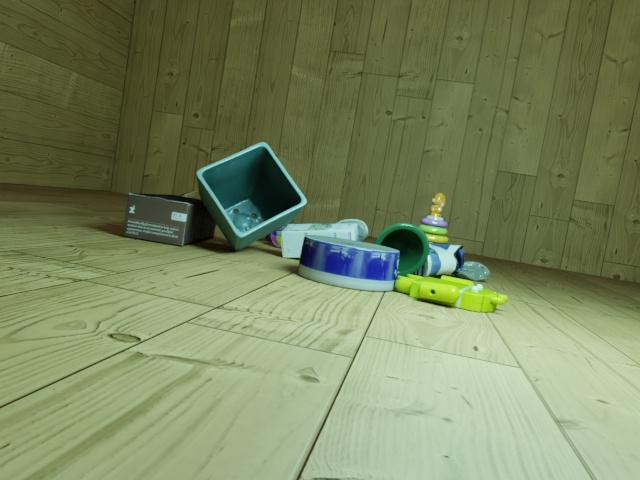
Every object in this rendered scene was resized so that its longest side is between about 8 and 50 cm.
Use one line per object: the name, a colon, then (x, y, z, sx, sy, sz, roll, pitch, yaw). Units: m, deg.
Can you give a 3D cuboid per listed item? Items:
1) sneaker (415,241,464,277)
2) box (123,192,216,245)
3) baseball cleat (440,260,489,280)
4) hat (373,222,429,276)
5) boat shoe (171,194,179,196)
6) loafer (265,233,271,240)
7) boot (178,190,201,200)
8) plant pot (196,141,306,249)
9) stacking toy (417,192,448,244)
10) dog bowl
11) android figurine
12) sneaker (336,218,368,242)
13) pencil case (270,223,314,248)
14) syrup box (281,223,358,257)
sneaker: (0.396, 0.062, 1.905, 0.182, 0.127, 0.315, 4, 13, -13)
box: (-0.474, -0.074, 1.782, 0.191, 0.143, 0.381, 10, 3, 3)
baseball cleat: (0.512, 0.102, 2.002, 0.206, 0.072, 0.109, 9, 5, -10)
hat: (0.245, 0.012, 1.763, 0.173, 0.208, 0.183, 34, 19, -10)
boat shoe: (-0.647, -0.134, 2.269, 0.110, 0.121, 0.341, 9, 6, -20)
loafer: (-0.108, -0.029, 2.281, 0.267, 0.084, 0.096, 7, 5, -32)
boot: (-0.511, -0.123, 2.239, 0.073, 0.152, 0.197, -13, 0, 15)
plant pot: (-0.230, -0.108, 1.716, 0.248, 0.247, 0.252, -29, -14, -25)
stacking toy: (0.435, -0.037, 2.112, 0.175, 0.302, 0.166, 6, 6, -28)
dog bowl: (0.076, 0.057, 1.456, 0.265, 0.104, 0.265, 9, 5, -1)
android figurine: (0.336, 0.131, 1.398, 0.273, 0.056, 0.248, 10, 4, 27)
sneaker: (0.034, 0.005, 1.928, 0.281, 0.105, 0.115, -16, 14, 16)
pencil case: (-0.093, -0.018, 2.099, 0.104, 0.104, 0.236, 12, 6, 27)
syrup box: (0.000, 0.000, 1.750, 0.237, 0.096, 0.093, 1, 17, 10)
